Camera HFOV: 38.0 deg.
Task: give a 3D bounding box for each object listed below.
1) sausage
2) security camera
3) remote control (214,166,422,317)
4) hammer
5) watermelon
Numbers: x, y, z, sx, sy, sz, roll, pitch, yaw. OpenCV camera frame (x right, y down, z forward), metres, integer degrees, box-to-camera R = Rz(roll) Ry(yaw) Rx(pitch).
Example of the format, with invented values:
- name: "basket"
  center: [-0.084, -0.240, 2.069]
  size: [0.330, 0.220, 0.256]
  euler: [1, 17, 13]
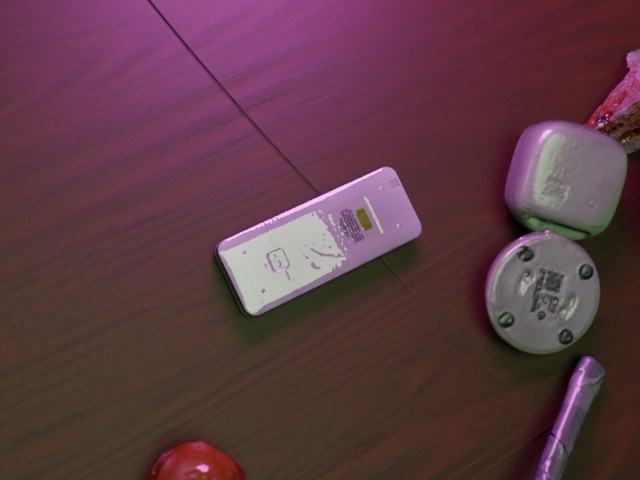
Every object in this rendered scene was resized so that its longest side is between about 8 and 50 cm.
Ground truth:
- name: "sausage"
  center: [-0.129, 0.350, 1.004]
  size: [0.133, 0.133, 0.258]
  euler: [-5, 85, -16]
- name: "security camera"
  center: [0.295, -0.004, 1.198]
  size: [0.157, 0.080, 0.302]
  euler: [15, 88, -15]
- name: "remote control"
  center: [0.000, 0.000, 1.135]
  size: [0.250, 0.034, 0.103]
  euler: [-26, 89, -17]
- name: "hammer"
  center: [0.254, 0.310, 1.108]
  size: [0.152, 0.044, 0.427]
  euler: [43, 60, -24]
- name: "watermelon"
  center: [0.440, -0.172, 1.243]
  size: [0.098, 0.121, 0.158]
  euler: [46, 76, -23]
